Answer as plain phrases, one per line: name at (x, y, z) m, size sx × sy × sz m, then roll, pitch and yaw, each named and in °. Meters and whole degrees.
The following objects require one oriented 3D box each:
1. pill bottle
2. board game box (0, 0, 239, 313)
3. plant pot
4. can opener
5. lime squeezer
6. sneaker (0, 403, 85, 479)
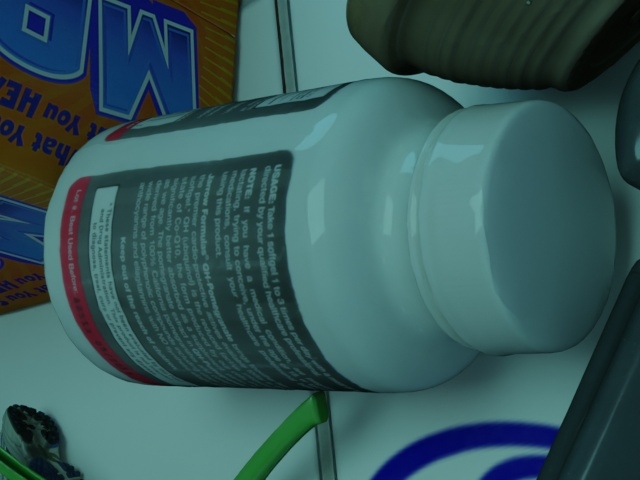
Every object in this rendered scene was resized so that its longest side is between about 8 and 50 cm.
pill bottle at (0.000, 0.000, 0.778) m, size 0.318 × 0.176 × 0.176 m, roll -4°, pitch 70°, yaw 42°
board game box at (-0.310, -0.169, 1.001) m, size 0.356 × 0.356 × 0.356 m, roll -15°, pitch 63°, yaw 38°
plant pot at (0.135, -0.159, 0.717) m, size 0.110 × 0.237 × 0.237 m, roll 46°, pitch 107°, yaw 12°
can opener at (0.155, 0.021, 0.662) m, size 0.283 × 0.095 × 0.076 m, roll -63°, pitch 0°, yaw -13°
lime squeezer at (-0.119, 0.171, 0.872) m, size 0.310 × 0.059 × 0.110 m, roll -11°, pitch 106°, yaw 35°
sneaker at (-0.211, 0.186, 0.989) m, size 0.058 × 0.052 × 0.135 m, roll -58°, pitch 37°, yaw 21°
